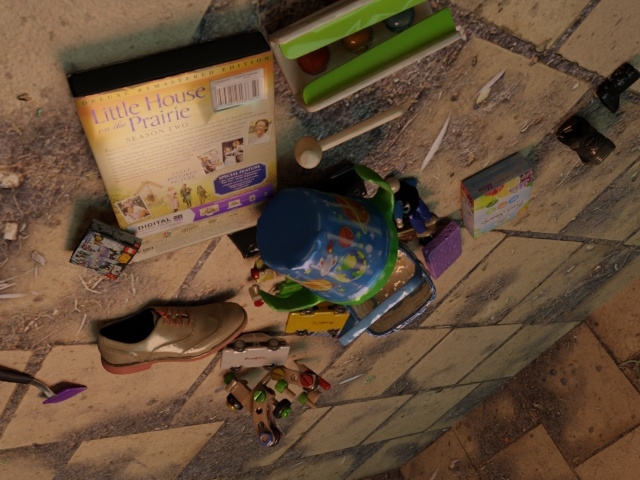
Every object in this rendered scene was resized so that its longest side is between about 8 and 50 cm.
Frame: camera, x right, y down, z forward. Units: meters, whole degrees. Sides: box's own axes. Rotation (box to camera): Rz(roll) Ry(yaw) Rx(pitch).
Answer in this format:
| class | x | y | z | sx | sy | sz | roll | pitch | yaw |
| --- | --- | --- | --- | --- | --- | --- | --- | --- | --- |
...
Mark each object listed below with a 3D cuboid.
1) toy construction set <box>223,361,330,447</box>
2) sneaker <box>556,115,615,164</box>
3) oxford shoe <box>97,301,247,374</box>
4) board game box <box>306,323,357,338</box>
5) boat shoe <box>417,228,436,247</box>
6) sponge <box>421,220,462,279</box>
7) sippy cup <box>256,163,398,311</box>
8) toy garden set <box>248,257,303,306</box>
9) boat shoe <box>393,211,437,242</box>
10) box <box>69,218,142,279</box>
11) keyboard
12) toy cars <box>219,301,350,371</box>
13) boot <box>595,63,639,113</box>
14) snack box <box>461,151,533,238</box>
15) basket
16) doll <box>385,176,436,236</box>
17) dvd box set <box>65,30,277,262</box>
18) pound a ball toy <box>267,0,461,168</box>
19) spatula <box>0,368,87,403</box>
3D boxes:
| class | x | y | z | sx | sy | sz | roll | pitch | yaw |
| --- | --- | --- | --- | --- | --- | --- | --- | --- | --- |
| toy construction set | -0.139 | 0.427 | 1.895 | 0.309 | 0.237 | 0.257 | -15 | 136 | -60 |
| sneaker | 0.675 | -0.258 | 1.638 | 0.087 | 0.130 | 0.227 | -48 | 171 | 20 |
| oxford shoe | -0.334 | 0.205 | 1.468 | 0.348 | 0.123 | 0.130 | -18 | 141 | -19 |
| board game box | 0.078 | 0.226 | 1.871 | 0.194 | 0.060 | 0.194 | 11 | 130 | -45 |
| boat shoe | 0.287 | -0.021 | 1.700 | 0.046 | 0.038 | 0.125 | -17 | 147 | -18 |
| sponge | 0.341 | 0.031 | 1.777 | 0.117 | 0.031 | 0.210 | -44 | 154 | -5 |
| sippy cup | 0.000 | 0.000 | 1.268 | 0.240 | 0.305 | 0.224 | 4 | 171 | 39 |
| toy garden set | -0.087 | 0.085 | 1.529 | 0.204 | 0.049 | 0.244 | -13 | 156 | -24 |
| boat shoe | 0.216 | -0.021 | 1.607 | 0.178 | 0.064 | 0.060 | -16 | 121 | -21 |
| box | -0.396 | 0.019 | 1.176 | 0.094 | 0.027 | 0.137 | 24 | 141 | -23 |
| keyboard | -0.040 | -0.050 | 1.417 | 0.317 | 0.033 | 0.201 | -27 | 147 | -1 |
| toy cars | -0.097 | 0.244 | 1.741 | 0.394 | 0.087 | 0.176 | -30 | 134 | 9 |
| boot | 0.725 | -0.368 | 1.548 | 0.099 | 0.045 | 0.121 | -44 | 144 | 18 |
| snack box | 0.460 | -0.112 | 1.677 | 0.174 | 0.070 | 0.207 | -28 | 150 | -2 |
| basket | 0.159 | 0.136 | 1.618 | 0.255 | 0.201 | 0.289 | -40 | -173 | 18 |
| doll | 0.207 | -0.082 | 1.501 | 0.189 | 0.046 | 0.129 | 46 | 63 | -39 |
| dvd box set | -0.227 | -0.142 | 1.113 | 0.308 | 0.062 | 0.420 | -19 | 147 | -14 |
| pound a ball toy | 0.060 | -0.282 | 1.035 | 0.319 | 0.136 | 0.208 | -28 | 115 | -3 |
| spatula | -0.660 | 0.339 | 1.487 | 0.084 | 0.030 | 0.296 | -29 | 148 | 5 |
